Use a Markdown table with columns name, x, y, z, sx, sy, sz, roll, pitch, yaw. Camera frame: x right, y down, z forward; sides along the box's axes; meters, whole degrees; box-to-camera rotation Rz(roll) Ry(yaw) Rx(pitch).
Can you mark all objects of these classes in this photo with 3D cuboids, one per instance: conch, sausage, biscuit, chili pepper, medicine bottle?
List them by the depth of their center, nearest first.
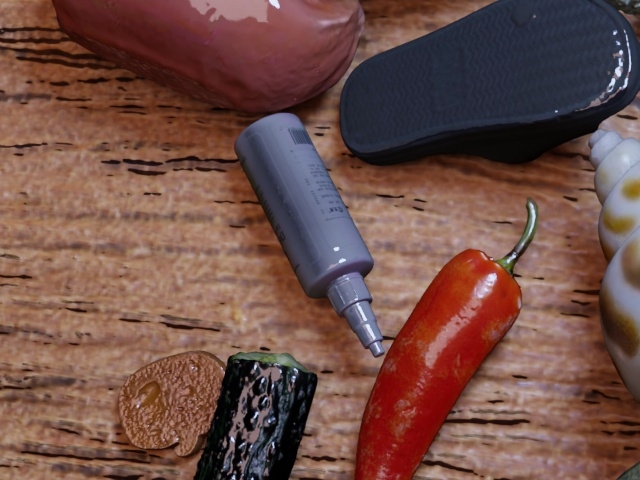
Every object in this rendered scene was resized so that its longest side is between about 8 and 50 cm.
| name | x | y | z | sx | sy | sz | roll | pitch | yaw |
| --- | --- | --- | --- | --- | --- | --- | --- | --- | --- |
| conch | 0.270 | 0.041 | 1.000 | 0.183 | 0.149 | 0.275 | -29 | 95 | -27 |
| chili pepper | 0.085 | 0.086 | 1.086 | 0.071 | 0.063 | 0.272 | 29 | 88 | 33 |
| medicine bottle | 0.000 | 0.000 | 1.117 | 0.058 | 0.057 | 0.199 | -29 | 70 | 4 |
| biscuit | -0.107 | 0.125 | 1.139 | 0.091 | 0.015 | 0.078 | -17 | 76 | 8 |
| sausage | -0.097 | -0.183 | 1.143 | 0.254 | 0.148 | 0.148 | 27 | 84 | 17 |

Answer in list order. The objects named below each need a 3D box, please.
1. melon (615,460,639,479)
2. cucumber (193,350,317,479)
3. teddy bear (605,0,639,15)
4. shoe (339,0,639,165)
| name | x | y | z | sx | sy | sz | roll | pitch | yaw |
| --- | --- | --- | --- | --- | --- | --- | --- | --- | --- |
| melon | 0.262 | 0.231 | 0.876 | 0.249 | 0.329 | 0.248 | 0 | 64 | -1 |
| cucumber | -0.076 | 0.220 | 1.083 | 0.072 | 0.072 | 0.300 | 16 | 82 | 15 |
| teddy bear | 0.302 | -0.205 | 1.082 | 0.213 | 0.111 | 0.133 | -37 | 33 | -25 |
| shoe | 0.132 | -0.109 | 1.112 | 0.241 | 0.093 | 0.108 | -12 | 68 | 33 |
